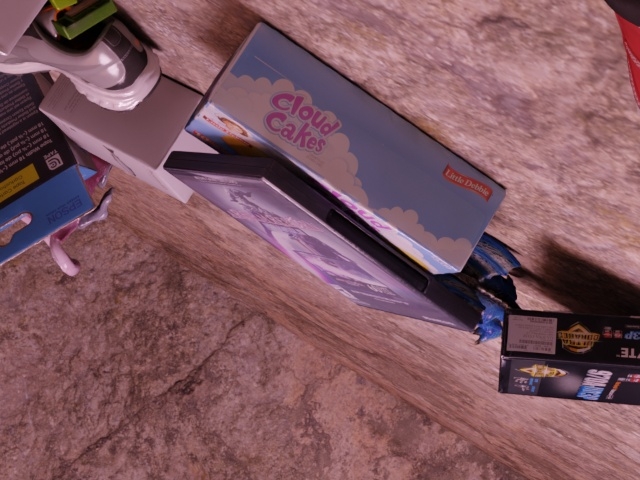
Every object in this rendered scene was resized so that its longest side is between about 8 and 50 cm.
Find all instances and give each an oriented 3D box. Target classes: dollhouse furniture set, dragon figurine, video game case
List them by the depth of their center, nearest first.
[{"bbox_3d":[0.000,0.000,1.198,0.274,0.026,0.196,35,167,-30],"label":"video game case"},{"bbox_3d":[-0.257,-0.271,1.212,0.076,0.058,0.152,31,154,53],"label":"dollhouse furniture set"},{"bbox_3d":[0.151,0.041,1.300,0.289,0.085,0.144,30,170,18],"label":"dragon figurine"}]

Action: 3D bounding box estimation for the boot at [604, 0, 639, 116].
[{"bbox_3d":[0.229,-0.069,0.550,0.244,0.088,0.176,29,169,36],"label":"boot"}]

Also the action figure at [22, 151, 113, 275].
[{"bbox_3d":[-0.496,-0.142,1.919,0.370,0.276,0.248,21,180,-19],"label":"action figure"}]

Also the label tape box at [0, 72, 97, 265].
[{"bbox_3d":[-0.422,-0.087,1.602,0.334,0.240,0.106,60,-178,27],"label":"label tape box"}]

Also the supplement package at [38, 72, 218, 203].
[{"bbox_3d":[-0.216,-0.140,1.481,0.179,0.105,0.105,28,168,22],"label":"supplement package"}]

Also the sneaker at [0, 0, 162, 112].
[{"bbox_3d":[-0.293,-0.228,1.352,0.271,0.100,0.108,20,158,27],"label":"sneaker"}]

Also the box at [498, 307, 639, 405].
[{"bbox_3d":[0.263,0.117,1.238,0.175,0.051,0.220,4,165,8],"label":"box"}]

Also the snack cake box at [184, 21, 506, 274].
[{"bbox_3d":[0.018,-0.074,1.143,0.264,0.089,0.152,33,171,-9],"label":"snack cake box"}]

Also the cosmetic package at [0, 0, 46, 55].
[{"bbox_3d":[-0.237,-0.243,0.819,0.151,0.184,0.151,21,165,49],"label":"cosmetic package"}]
